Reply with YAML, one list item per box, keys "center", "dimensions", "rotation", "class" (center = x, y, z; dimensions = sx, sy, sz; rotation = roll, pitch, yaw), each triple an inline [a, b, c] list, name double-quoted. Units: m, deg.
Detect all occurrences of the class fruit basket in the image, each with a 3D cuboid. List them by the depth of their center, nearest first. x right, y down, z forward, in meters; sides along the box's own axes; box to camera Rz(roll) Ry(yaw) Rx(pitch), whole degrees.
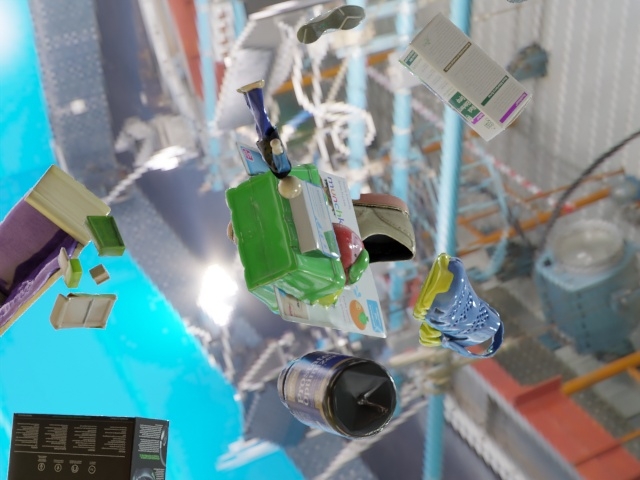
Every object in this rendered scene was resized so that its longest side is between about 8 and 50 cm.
- center: [0.000, 0.000, 2.123]
  dimensions: [0.165, 0.353, 0.327]
  rotation: [-26, -113, 33]
  class: "fruit basket"

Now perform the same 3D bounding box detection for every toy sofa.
- center: [-0.590, 0.026, 2.418]
  dimensions: [0.150, 0.177, 0.362]
  rotation: [40, -48, -13]
  class: "toy sofa"

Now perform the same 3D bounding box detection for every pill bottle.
- center: [0.018, 0.235, 1.888]
  dimensions: [0.219, 0.122, 0.123]
  rotation: [-2, -74, 65]
  class: "pill bottle"

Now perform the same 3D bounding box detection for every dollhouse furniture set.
- center: [-0.293, 0.043, 1.524]
  dimensions: [0.058, 0.076, 0.152]
  rotation: [59, -44, 37]
  class: "dollhouse furniture set"

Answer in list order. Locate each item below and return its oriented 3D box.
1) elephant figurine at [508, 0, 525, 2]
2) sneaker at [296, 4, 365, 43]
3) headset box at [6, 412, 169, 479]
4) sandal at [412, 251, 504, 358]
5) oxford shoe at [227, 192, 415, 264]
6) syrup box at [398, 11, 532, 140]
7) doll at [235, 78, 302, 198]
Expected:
- center: [0.303, -0.376, 1.396]
  dimensions: [0.169, 0.239, 0.186]
  rotation: [44, 38, -53]
  class: "elephant figurine"
- center: [0.020, -0.461, 2.548]
  dimensions: [0.061, 0.152, 0.054]
  rotation: [-96, 166, -65]
  class: "sneaker"
- center: [-0.399, 0.439, 2.065]
  dimensions: [0.131, 0.246, 0.283]
  rotation: [29, 61, -66]
  class: "headset box"
- center: [0.233, 0.114, 1.991]
  dimensions: [0.138, 0.126, 0.317]
  rotation: [23, -11, 16]
  class: "sandal"
- center: [0.010, -0.012, 2.498]
  dimensions: [0.140, 0.397, 0.146]
  rotation: [99, -19, -44]
  class: "oxford shoe"
- center: [0.269, -0.303, 2.269]
  dimensions: [0.237, 0.096, 0.093]
  rotation: [43, -14, -1]
  class: "syrup box"
- center: [-0.077, -0.152, 1.875]
  dimensions: [0.129, 0.046, 0.189]
  rotation: [-167, -124, -76]
  class: "doll"
